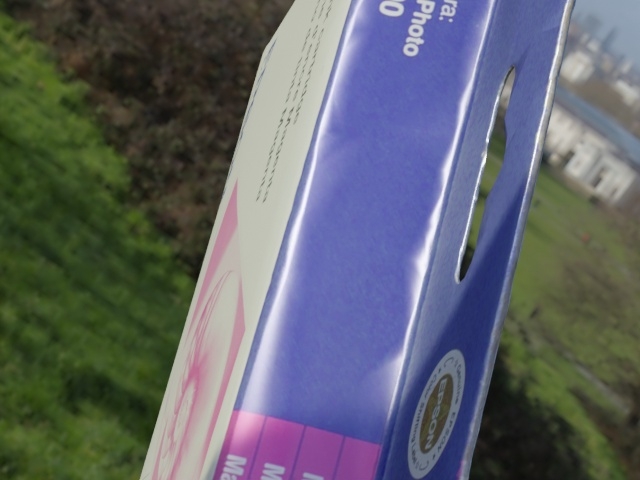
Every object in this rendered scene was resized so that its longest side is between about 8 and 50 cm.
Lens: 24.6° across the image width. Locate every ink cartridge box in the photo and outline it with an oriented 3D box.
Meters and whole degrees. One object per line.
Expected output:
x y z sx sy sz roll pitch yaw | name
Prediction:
0.000 0.000 0.617 0.071 0.324 0.330 19 -21 -9 | ink cartridge box
